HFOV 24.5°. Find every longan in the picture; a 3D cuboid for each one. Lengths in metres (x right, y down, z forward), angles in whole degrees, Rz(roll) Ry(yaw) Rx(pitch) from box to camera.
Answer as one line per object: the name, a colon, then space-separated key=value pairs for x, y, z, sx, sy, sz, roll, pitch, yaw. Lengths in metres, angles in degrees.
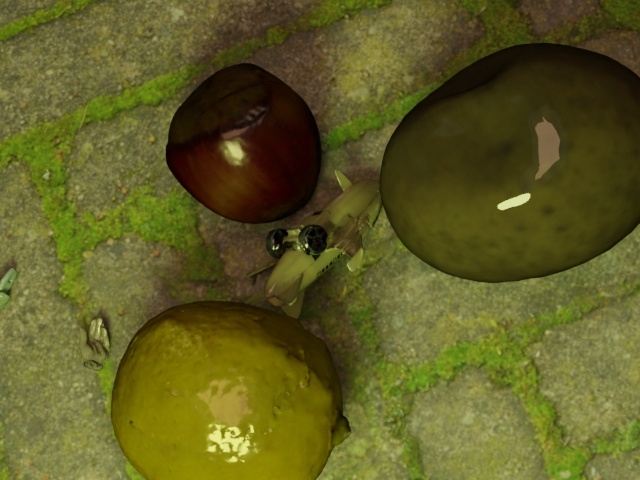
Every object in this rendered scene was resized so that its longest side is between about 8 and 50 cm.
longan: x=0.243 y=-0.091 z=1.760 sx=0.350 sy=0.288 sz=0.288 roll=-21 pitch=74 yaw=15

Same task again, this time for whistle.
whistle: x=-0.433 y=0.080 z=1.945 sx=0.035 sy=0.035 sz=0.100 roll=31 pitch=82 yaw=15

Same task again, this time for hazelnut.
hazelnut: x=-0.086 y=-0.117 z=1.872 sx=0.208 sy=0.208 sz=0.208 roll=-2 pitch=76 yaw=9

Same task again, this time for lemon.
lemon: x=-0.114 y=0.195 z=1.756 sx=0.284 sy=0.260 sz=0.260 roll=37 pitch=85 yaw=13

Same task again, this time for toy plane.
toy plane: x=0.000 y=0.000 z=1.839 sx=0.092 sy=0.229 sz=0.244 roll=49 pitch=59 yaw=-22

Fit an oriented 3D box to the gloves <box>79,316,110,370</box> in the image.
gloves: x=-0.294 y=0.138 z=1.906 sx=0.044 sy=0.037 sz=0.081 roll=16 pitch=67 yaw=-13
